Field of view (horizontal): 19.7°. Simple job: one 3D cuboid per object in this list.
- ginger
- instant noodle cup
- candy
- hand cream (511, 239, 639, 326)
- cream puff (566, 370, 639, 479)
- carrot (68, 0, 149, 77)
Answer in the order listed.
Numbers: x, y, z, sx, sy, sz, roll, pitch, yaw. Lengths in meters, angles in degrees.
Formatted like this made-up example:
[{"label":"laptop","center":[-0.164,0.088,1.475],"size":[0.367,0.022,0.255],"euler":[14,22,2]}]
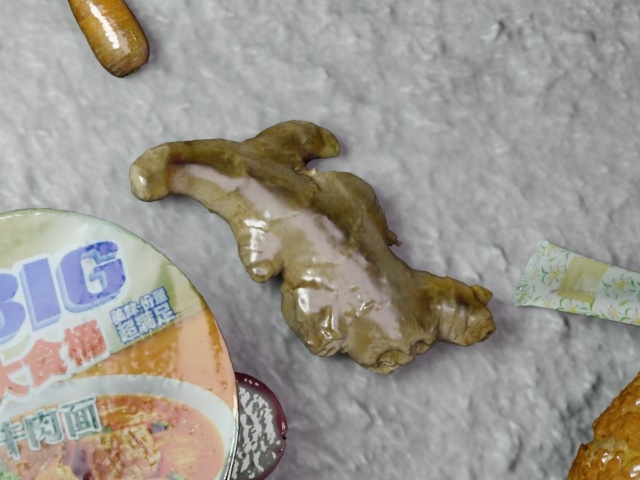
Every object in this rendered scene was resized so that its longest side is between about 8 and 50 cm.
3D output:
[{"label":"ginger","center":[0.002,0.001,1.558],"size":[0.333,0.080,0.166],"euler":[38,58,-6]},{"label":"instant noodle cup","center":[-0.226,0.131,1.380],"size":[0.296,0.214,0.296],"euler":[2,84,-20]},{"label":"candy","center":[-0.078,0.158,1.524],"size":[0.103,0.043,0.103],"euler":[2,83,-20]},{"label":"hand cream","center":[0.258,0.047,1.601],"size":[0.042,0.194,0.067],"euler":[38,71,-53]},{"label":"cream puff","center":[0.339,0.209,1.583],"size":[0.303,0.212,0.303],"euler":[-18,126,-27]},{"label":"carrot","center":[-0.201,-0.221,1.522],"size":[0.047,0.047,0.191],"euler":[-32,94,-21]}]
